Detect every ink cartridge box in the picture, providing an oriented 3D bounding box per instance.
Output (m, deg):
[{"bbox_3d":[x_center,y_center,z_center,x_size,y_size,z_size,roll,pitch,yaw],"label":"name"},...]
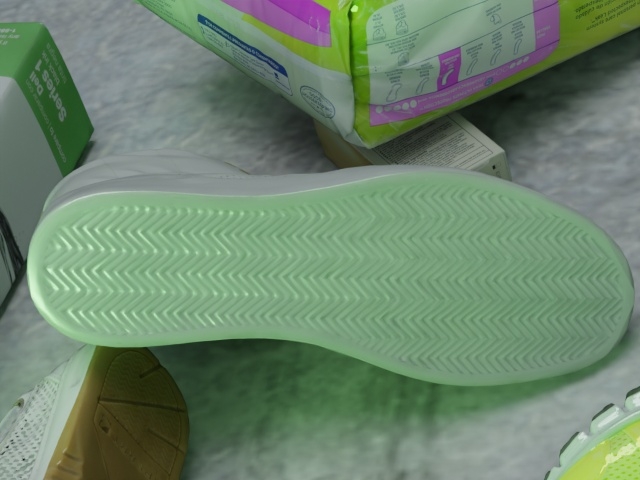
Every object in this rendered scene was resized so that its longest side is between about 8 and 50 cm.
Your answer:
[{"bbox_3d":[-0.249,-0.021,1.103,0.160,0.092,0.219,1,45,21],"label":"ink cartridge box"}]

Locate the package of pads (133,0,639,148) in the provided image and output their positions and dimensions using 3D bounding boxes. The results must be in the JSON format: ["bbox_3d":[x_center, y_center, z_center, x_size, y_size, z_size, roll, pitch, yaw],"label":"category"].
[{"bbox_3d":[0.069,-0.178,1.112,0.296,0.101,0.229,-26,40,-28],"label":"package of pads"}]

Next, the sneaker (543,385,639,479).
[{"bbox_3d":[0.192,0.106,0.822,0.208,0.081,0.094,-18,44,-1],"label":"sneaker"}]

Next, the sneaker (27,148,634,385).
[{"bbox_3d":[0.000,0.000,0.980,0.292,0.108,0.169,6,10,-9],"label":"sneaker"}]

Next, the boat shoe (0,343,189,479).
[{"bbox_3d":[-0.137,0.156,0.880,0.096,0.098,0.277,-25,24,27],"label":"boat shoe"}]

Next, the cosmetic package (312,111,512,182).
[{"bbox_3d":[0.050,-0.048,1.064,0.060,0.041,0.115,-30,43,-13],"label":"cosmetic package"}]
